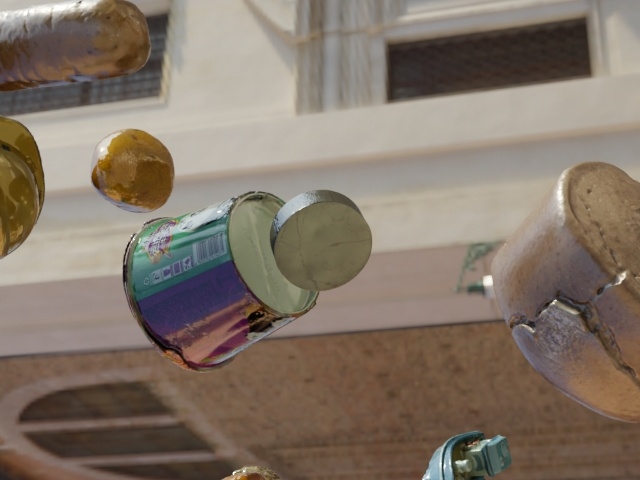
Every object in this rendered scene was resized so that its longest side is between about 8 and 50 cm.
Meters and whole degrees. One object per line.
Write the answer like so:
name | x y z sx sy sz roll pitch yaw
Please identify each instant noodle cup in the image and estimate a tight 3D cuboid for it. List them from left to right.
instant noodle cup | -0.132 0.048 1.667 0.251 0.190 0.251 29 -132 -39

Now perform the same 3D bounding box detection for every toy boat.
toy boat | 0.254 0.388 1.953 0.238 0.098 0.109 -11 -92 -61

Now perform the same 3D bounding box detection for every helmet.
helmet | -0.542 -0.061 1.856 0.140 0.205 0.256 -126 44 -55

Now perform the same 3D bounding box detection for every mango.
mango | -0.310 -0.111 1.890 0.227 0.109 0.147 -59 -54 -72

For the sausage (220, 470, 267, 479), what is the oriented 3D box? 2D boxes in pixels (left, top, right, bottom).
sausage | -0.097 0.442 1.600 0.098 0.098 0.238 50 -155 -67

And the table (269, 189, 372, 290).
table | 0.000 0.000 1.531 0.043 0.134 0.133 -114 9 -60

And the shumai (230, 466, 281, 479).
shumai | -0.115 0.406 1.781 0.105 0.123 0.139 46 -167 -16

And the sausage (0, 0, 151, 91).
sausage | -0.466 -0.287 1.732 0.136 0.501 0.123 -24 -72 -57

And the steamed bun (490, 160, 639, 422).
steamed bun | 0.344 0.078 1.398 0.199 0.251 0.301 -18 -118 -47
